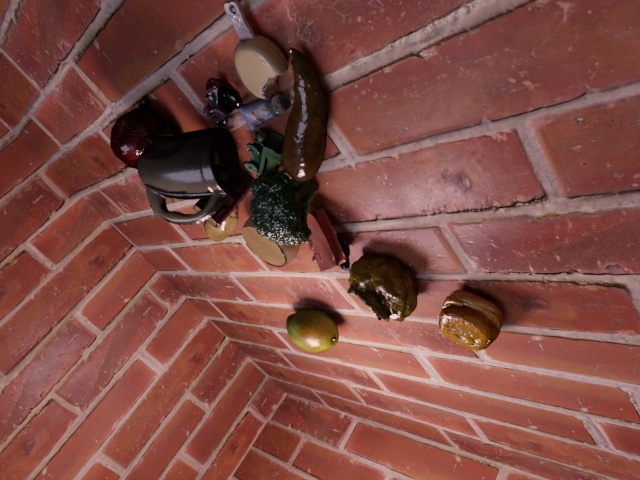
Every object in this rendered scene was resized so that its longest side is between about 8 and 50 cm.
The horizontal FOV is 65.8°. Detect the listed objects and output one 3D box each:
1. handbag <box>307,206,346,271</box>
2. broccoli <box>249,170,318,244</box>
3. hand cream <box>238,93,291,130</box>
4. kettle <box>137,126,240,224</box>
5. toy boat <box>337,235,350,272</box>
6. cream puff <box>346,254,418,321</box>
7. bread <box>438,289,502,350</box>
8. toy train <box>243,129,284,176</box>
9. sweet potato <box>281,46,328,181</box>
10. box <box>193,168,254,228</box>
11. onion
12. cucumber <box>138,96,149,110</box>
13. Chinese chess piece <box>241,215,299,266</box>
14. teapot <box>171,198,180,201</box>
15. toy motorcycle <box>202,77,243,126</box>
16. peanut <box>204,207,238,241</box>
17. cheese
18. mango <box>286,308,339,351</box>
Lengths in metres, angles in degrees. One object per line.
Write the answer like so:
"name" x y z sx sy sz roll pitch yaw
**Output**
"handbag" 0.000 0.000 1.761 0.157 0.059 0.213 -24 90 61
"broccoli" -0.118 -0.108 1.632 0.269 0.242 0.261 45 159 -8
"hand cream" -0.169 -0.385 1.474 0.256 0.055 0.088 3 134 55
"kettle" -0.465 -0.213 1.691 0.323 0.228 0.321 -3 94 15
"toy boat" 0.082 0.055 1.788 0.055 0.060 0.141 101 155 -59
"cream puff" 0.213 0.186 1.760 0.281 0.185 0.282 25 146 18
"bread" 0.494 0.268 1.635 0.198 0.120 0.236 22 149 20
"toy train" -0.175 -0.271 1.610 0.132 0.083 0.200 26 156 0
"sweet potato" -0.043 -0.315 1.360 0.130 0.130 0.423 27 144 17
"box" -0.351 -0.163 1.813 0.120 0.224 0.069 41 157 -6
"onion" -0.633 -0.365 1.840 0.280 0.222 0.281 17 -176 -1
"cucumber" -0.668 -0.493 1.869 0.039 0.039 0.168 37 153 -1
"Chinese chess piece" -0.206 -0.003 2.024 0.249 0.103 0.250 28 150 17
"teapot" -0.596 -0.242 1.977 0.182 0.269 0.173 6 114 -13
"toy motorcycle" -0.318 -0.426 1.533 0.122 0.082 0.213 46 153 -13
"peanut" -0.426 -0.082 2.112 0.147 0.148 0.319 36 149 0
"cheese" -0.186 -0.493 1.297 0.249 0.071 0.163 48 149 -22
"mango" -0.058 0.432 2.421 0.225 0.201 0.381 25 170 -29
